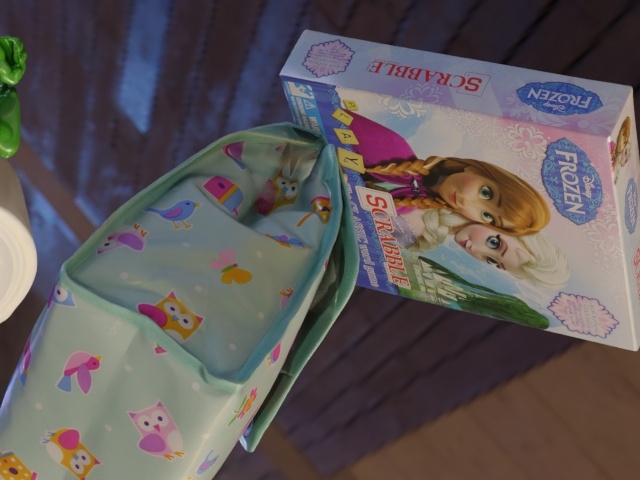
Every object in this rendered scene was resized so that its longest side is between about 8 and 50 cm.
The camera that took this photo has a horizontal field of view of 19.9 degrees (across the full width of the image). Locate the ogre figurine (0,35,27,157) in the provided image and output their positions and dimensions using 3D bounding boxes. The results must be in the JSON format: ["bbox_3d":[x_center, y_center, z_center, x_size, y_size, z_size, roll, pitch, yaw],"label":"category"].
[{"bbox_3d":[-0.296,-0.070,1.407,0.097,0.197,0.118,42,-165,32],"label":"ogre figurine"}]

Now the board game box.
[{"bbox_3d":[0.146,-0.043,1.713,0.318,0.066,0.319,12,146,25],"label":"board game box"}]

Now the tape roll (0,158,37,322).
[{"bbox_3d":[-0.451,0.005,1.948,0.286,0.286,0.100,74,178,-53],"label":"tape roll"}]

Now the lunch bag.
[{"bbox_3d":[-0.087,0.058,1.212,0.160,0.262,0.223,33,128,4],"label":"lunch bag"}]

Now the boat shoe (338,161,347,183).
[{"bbox_3d":[-0.001,0.001,1.683,0.048,0.153,0.056,28,-164,25],"label":"boat shoe"}]
